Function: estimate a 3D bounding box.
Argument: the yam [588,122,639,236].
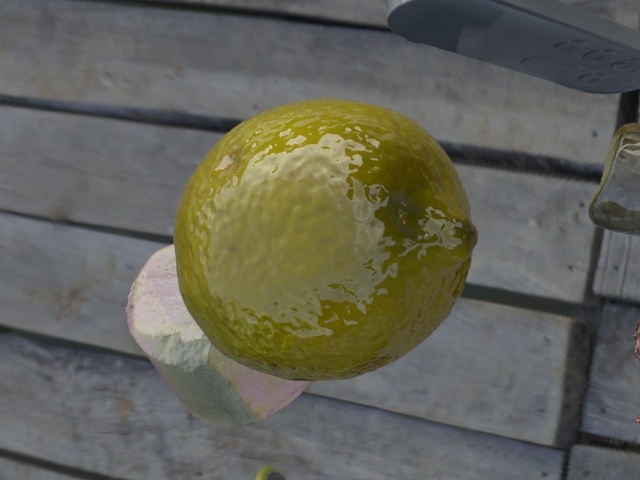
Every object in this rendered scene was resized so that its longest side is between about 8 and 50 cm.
[{"bbox_3d":[0.340,-0.003,0.680,0.356,0.081,0.081,14,85,6],"label":"yam"}]

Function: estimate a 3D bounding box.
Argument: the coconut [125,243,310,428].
[{"bbox_3d":[-0.109,0.113,1.473,0.233,0.245,0.233,-12,53,16],"label":"coconut"}]

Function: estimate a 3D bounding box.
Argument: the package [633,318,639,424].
[{"bbox_3d":[0.555,0.205,1.512,0.288,0.223,0.108,8,123,10],"label":"package"}]

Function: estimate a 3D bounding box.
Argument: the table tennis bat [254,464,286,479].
[{"bbox_3d":[-0.058,0.535,1.822,0.054,0.224,0.369,-14,56,12],"label":"table tennis bat"}]

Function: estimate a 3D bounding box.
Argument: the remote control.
[{"bbox_3d":[0.150,-0.142,0.803,0.077,0.245,0.022,-22,65,51],"label":"remote control"}]

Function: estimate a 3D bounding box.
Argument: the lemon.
[{"bbox_3d":[0.007,-0.003,0.926,0.253,0.228,0.228,-24,75,33],"label":"lemon"}]
